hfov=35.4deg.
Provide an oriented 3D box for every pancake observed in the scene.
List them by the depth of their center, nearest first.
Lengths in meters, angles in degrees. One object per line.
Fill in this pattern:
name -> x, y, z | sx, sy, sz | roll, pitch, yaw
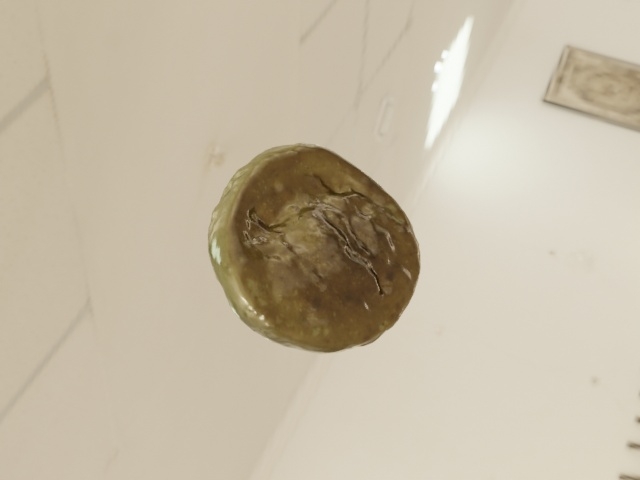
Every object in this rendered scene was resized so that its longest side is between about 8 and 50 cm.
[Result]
pancake -> 0.000, 0.000, 1.023 | 0.050, 0.242, 0.242 | -40, 17, 53
